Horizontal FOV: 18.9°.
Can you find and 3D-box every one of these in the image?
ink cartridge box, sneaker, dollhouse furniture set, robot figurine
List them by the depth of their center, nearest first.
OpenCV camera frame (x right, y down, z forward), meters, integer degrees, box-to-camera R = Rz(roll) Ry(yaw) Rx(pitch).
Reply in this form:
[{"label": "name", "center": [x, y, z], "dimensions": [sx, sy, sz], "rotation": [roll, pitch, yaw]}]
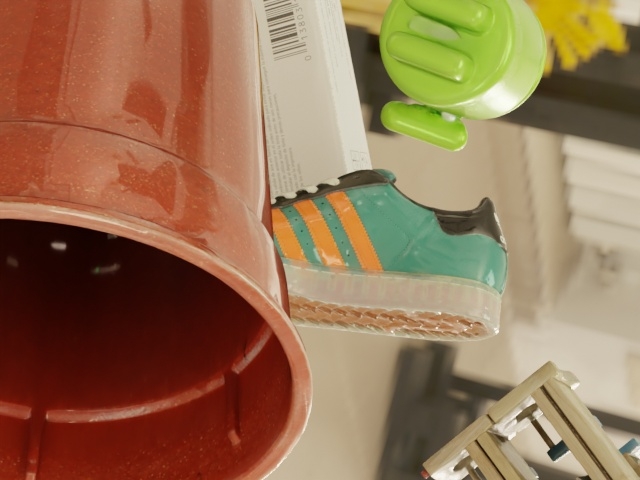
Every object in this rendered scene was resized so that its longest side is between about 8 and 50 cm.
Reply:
[{"label": "robot figurine", "center": [0.070, -0.093, 0.927], "dimensions": [0.115, 0.067, 0.101], "rotation": [6, 103, -69]}, {"label": "dollhouse furniture set", "center": [0.188, 0.194, 1.470], "dimensions": [0.129, 0.129, 0.183], "rotation": [-40, 156, 11]}, {"label": "sneaker", "center": [0.000, 0.000, 1.544], "dimensions": [0.108, 0.302, 0.121], "rotation": [106, -7, -69]}, {"label": "ink cartridge box", "center": [-0.091, -0.084, 1.698], "dimensions": [0.066, 0.261, 0.296], "rotation": [3, 76, -65]}]

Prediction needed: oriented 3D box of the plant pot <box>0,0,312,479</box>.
[{"label": "plant pot", "center": [-0.139, -0.028, 1.028], "dimensions": [0.272, 0.272, 0.265], "rotation": [68, 17, -47]}]
